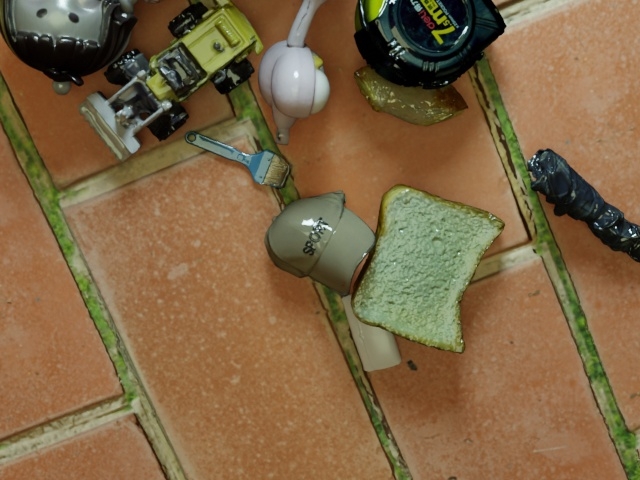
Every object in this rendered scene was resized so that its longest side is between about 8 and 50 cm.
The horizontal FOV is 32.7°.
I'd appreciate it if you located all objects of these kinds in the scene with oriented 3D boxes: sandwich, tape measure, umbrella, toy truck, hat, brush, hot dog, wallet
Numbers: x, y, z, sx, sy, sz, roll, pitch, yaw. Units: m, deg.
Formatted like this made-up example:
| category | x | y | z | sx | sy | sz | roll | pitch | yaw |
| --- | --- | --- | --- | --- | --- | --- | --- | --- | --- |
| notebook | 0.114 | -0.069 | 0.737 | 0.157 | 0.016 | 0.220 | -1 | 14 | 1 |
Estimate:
| category | x | y | z | sx | sy | sz | roll | pitch | yaw |
| --- | --- | --- | --- | --- | --- | --- | --- | --- | --- |
| sandwich | 0.151 | 0.038 | 1.577 | 0.186 | 0.065 | 0.214 | 20 | 95 | -5 |
| tape measure | 0.131 | -0.303 | 1.481 | 0.186 | 0.112 | 0.199 | -39 | 96 | -18 |
| umbrella | 0.383 | -0.043 | 1.557 | 0.224 | 0.080 | 0.071 | 35 | 124 | -17 |
| toy truck | -0.216 | -0.225 | 1.533 | 0.286 | 0.111 | 0.136 | -36 | 99 | 12 |
| hat | 0.000 | 0.000 | 1.551 | 0.085 | 0.175 | 0.147 | 20 | 99 | -36 |
| brush | -0.122 | -0.124 | 1.598 | 0.164 | 0.014 | 0.051 | 21 | 101 | 0 |
| hot dog | 0.123 | -0.203 | 1.542 | 0.169 | 0.061 | 0.078 | 19 | 62 | -4 |
| wallet | 0.076 | 0.134 | 1.635 | 0.061 | 0.025 | 0.122 | -16 | 101 | 12 |

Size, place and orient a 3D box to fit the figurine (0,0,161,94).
| category | x | y | z | sx | sy | sz | roll | pitch | yaw |
| --- | --- | --- | --- | --- | --- | --- | --- | --- | --- |
| figurine | -0.341 | -0.385 | 1.485 | 0.281 | 0.167 | 0.369 | 6 | 94 | -7 |

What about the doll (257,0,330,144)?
| category | x | y | z | sx | sy | sz | roll | pitch | yaw |
| --- | --- | --- | --- | --- | --- | --- | --- | --- | --- |
| doll | -0.010 | -0.297 | 1.461 | 0.094 | 0.160 | 0.365 | 7 | 116 | -19 |
